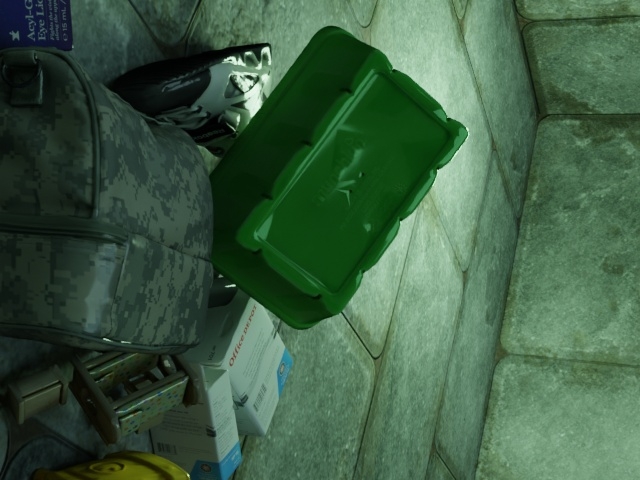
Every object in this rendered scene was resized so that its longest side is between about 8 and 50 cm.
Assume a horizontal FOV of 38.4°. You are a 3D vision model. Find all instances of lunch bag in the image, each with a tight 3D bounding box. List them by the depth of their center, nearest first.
[{"bbox_3d":[-0.228,-0.028,0.898,0.305,0.213,0.256,34,65,-73],"label":"lunch bag"}]

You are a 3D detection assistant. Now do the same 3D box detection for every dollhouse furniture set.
[{"bbox_3d":[-0.244,0.207,1.036,0.182,0.101,0.161,-23,148,-34],"label":"dollhouse furniture set"}]

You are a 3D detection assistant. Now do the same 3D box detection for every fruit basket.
[{"bbox_3d":[0.003,-0.074,1.270,0.283,0.392,0.392,38,49,-17],"label":"fruit basket"}]

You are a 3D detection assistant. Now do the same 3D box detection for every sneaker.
[{"bbox_3d":[-0.145,-0.175,1.210,0.330,0.122,0.146,-32,120,-61],"label":"sneaker"}]

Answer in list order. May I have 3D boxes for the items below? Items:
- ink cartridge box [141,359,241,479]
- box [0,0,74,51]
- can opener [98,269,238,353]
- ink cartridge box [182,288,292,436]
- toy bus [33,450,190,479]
[{"bbox_3d":[-0.172,0.226,1.219,0.060,0.104,0.180,-41,129,-58],"label":"ink cartridge box"},{"bbox_3d":[-0.329,-0.239,0.810,0.207,0.108,0.153,-29,119,-63],"label":"box"},{"bbox_3d":[-0.208,0.075,1.187,0.093,0.074,0.280,-57,161,19],"label":"can opener"},{"bbox_3d":[-0.122,0.178,1.353,0.190,0.082,0.139,66,36,-44],"label":"ink cartridge box"},{"bbox_3d":[-0.261,0.355,1.012,0.211,0.149,0.220,8,88,-53],"label":"toy bus"}]
